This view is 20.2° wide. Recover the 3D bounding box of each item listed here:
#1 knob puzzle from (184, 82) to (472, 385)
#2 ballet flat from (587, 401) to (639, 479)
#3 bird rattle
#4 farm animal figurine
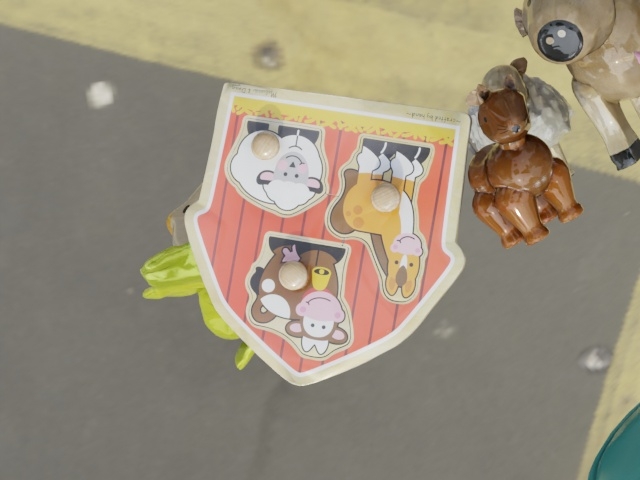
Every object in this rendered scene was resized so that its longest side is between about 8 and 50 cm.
[{"bbox_3d":[0.000,0.000,1.187,0.213,0.030,0.213,-1,87,11],"label":"knob puzzle"},{"bbox_3d":[0.325,0.025,0.707,0.182,0.164,0.483,38,118,-10],"label":"ballet flat"},{"bbox_3d":[-0.047,-0.034,1.527,0.253,0.207,0.143,-48,120,2],"label":"bird rattle"},{"bbox_3d":[0.231,-0.153,1.296,0.330,0.327,0.172,-29,95,14],"label":"farm animal figurine"}]
